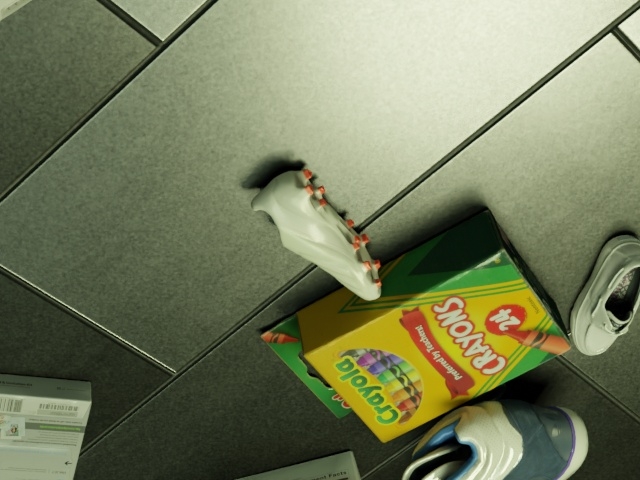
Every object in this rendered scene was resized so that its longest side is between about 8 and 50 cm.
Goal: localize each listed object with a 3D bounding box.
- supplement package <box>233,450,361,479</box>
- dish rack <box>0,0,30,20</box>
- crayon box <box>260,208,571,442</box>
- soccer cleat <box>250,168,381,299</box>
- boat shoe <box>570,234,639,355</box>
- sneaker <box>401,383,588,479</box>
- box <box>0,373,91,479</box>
[{"bbox_3d":[-0.013,0.455,1.769,0.198,0.263,0.199,-14,131,2],"label":"supplement package"},{"bbox_3d":[-0.321,-0.289,1.092,0.072,0.285,0.333,25,138,25],"label":"dish rack"},{"bbox_3d":[0.115,0.120,1.634,0.318,0.081,0.202,-29,129,14],"label":"crayon box"},{"bbox_3d":[0.000,0.000,1.524,0.076,0.068,0.196,-28,122,19],"label":"soccer cleat"},{"bbox_3d":[0.358,0.081,1.657,0.066,0.063,0.184,7,128,-16],"label":"boat shoe"},{"bbox_3d":[0.172,0.319,1.741,0.236,0.130,0.323,5,134,-35],"label":"sneaker"},{"bbox_3d":[-0.369,0.244,1.673,0.145,0.038,0.186,7,127,-16],"label":"box"}]
